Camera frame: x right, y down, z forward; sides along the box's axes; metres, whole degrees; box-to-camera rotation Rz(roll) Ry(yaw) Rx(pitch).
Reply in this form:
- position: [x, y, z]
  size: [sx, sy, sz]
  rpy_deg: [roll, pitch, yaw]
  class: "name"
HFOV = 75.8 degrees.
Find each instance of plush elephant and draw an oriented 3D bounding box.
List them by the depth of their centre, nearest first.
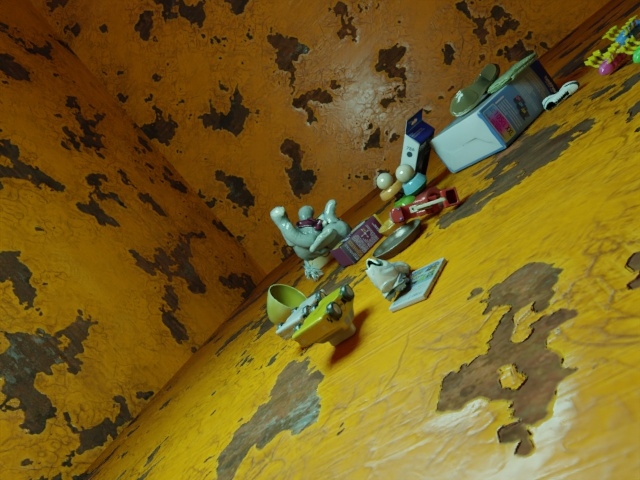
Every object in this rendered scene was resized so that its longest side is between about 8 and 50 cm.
- position: [0.008, -0.034, 1.584]
  size: [0.255, 0.330, 0.272]
  rpy_deg: [-28, -16, 29]
  class: "plush elephant"

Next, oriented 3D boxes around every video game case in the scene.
- position: [0.186, 0.084, 0.781]
  size: [0.087, 0.011, 0.122]
  rpy_deg: [-36, 7, 46]
  class: "video game case"

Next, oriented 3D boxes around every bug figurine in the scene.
- position: [0.810, -0.512, 1.024]
  size: [0.216, 0.072, 0.279]
  rpy_deg: [-46, 9, 4]
  class: "bug figurine"

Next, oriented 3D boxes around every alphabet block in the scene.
- position: [0.000, 0.000, 1.875]
  size: [0.197, 0.192, 0.193]
  rpy_deg: [-40, 3, 8]
  class: "alphabet block"

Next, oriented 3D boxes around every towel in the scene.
- position: [0.597, -0.522, 1.281]
  size: [0.148, 0.027, 0.110]
  rpy_deg: [-41, 7, -14]
  class: "towel"

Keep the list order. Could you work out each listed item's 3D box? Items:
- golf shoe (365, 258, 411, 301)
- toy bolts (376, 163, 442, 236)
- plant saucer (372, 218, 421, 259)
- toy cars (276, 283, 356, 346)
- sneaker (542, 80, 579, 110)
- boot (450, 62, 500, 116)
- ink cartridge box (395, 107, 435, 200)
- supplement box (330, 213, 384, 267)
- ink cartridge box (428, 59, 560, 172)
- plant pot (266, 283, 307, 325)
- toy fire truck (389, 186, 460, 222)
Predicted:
- position: [0.137, 0.060, 0.855]
  size: [0.069, 0.086, 0.176]
  rpy_deg: [-50, -5, 12]
  class: "golf shoe"
- position: [0.256, -0.148, 1.368]
  size: [0.218, 0.158, 0.228]
  rpy_deg: [-49, 11, -30]
  class: "toy bolts"
- position: [0.219, 0.002, 1.156]
  size: [0.168, 0.029, 0.168]
  rpy_deg: [-39, 4, 3]
  class: "plant saucer"
- position: [-0.002, 0.183, 0.929]
  size: [0.176, 0.087, 0.393]
  rpy_deg: [-37, 1, -17]
  class: "toy cars"
- position: [0.713, -0.424, 1.216]
  size: [0.109, 0.040, 0.044]
  rpy_deg: [-40, 20, 49]
  class: "sneaker"
- position: [0.528, -0.498, 1.383]
  size: [0.197, 0.073, 0.152]
  rpy_deg: [-48, -11, 30]
  class: "boot"
- position: [0.345, -0.292, 1.492]
  size: [0.165, 0.065, 0.333]
  rpy_deg: [-45, -35, -43]
  class: "ink cartridge box"
- position: [0.136, 0.002, 1.456]
  size: [0.188, 0.081, 0.104]
  rpy_deg: [-43, 6, -22]
  class: "supplement box"
- position: [0.601, -0.430, 1.396]
  size: [0.395, 0.151, 0.270]
  rpy_deg: [-43, 7, -19]
  class: "ink cartridge box"
- position: [-0.118, 0.217, 1.320]
  size: [0.095, 0.134, 0.134]
  rpy_deg: [-65, -4, 20]
  class: "plant pot"
- position: [0.282, -0.093, 1.138]
  size: [0.192, 0.047, 0.135]
  rpy_deg: [-17, -2, 15]
  class: "toy fire truck"
